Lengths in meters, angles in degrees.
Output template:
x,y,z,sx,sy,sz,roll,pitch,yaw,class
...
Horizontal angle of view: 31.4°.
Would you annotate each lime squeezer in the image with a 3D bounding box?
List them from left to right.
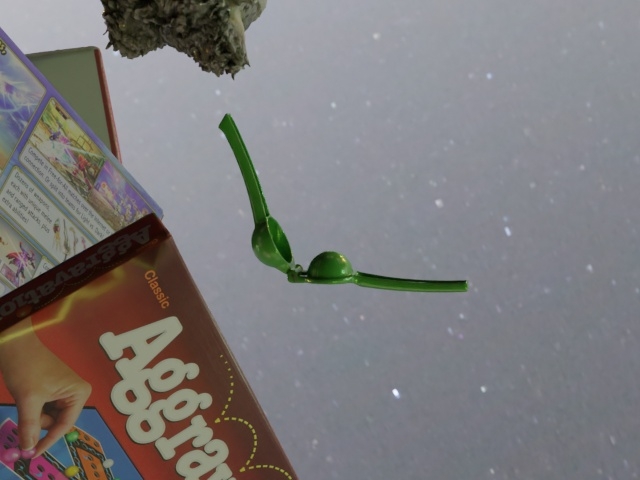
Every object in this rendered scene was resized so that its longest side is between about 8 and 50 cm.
x,y,z,sx,sy,sz,roll,pitch,yaw,class
0.000,0.000,1.200,0.310,0.059,0.110,35,-91,4,lime squeezer

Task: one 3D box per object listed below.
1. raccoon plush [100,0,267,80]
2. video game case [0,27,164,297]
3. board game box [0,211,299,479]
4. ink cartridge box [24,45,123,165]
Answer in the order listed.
x,y,z,sx,sy,sz,roll,pitch,yaw,class
-0.183,-0.331,0.969,0.216,0.446,0.299,20,-90,46,raccoon plush
-0.231,0.001,0.712,0.061,0.269,0.244,-1,-127,32,video game case
-0.087,0.129,0.566,0.145,0.281,0.027,-31,-141,-11,board game box
-0.326,-0.057,1.456,0.161,0.279,0.385,-11,175,-10,ink cartridge box
